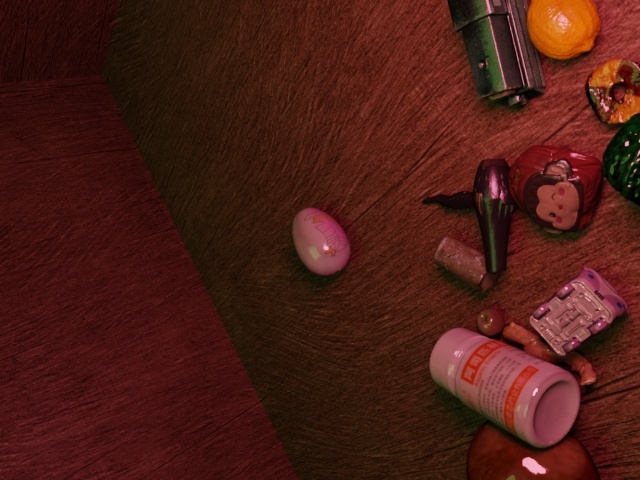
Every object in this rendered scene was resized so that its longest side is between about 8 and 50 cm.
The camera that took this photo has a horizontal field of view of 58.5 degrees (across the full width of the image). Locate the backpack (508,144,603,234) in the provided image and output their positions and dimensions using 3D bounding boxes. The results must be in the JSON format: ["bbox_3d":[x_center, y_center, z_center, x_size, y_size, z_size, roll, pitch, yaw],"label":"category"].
[{"bbox_3d":[0.559,-0.134,1.379,0.229,0.139,0.229,37,149,27],"label":"backpack"}]

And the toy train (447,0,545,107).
[{"bbox_3d":[0.416,-0.476,1.369,0.138,0.178,0.331,-10,96,52],"label":"toy train"}]

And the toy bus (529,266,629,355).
[{"bbox_3d":[0.635,0.169,1.400,0.142,0.142,0.203,53,140,21],"label":"toy bus"}]

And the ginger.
[{"bbox_3d":[0.614,0.307,1.548,0.288,0.075,0.089,31,125,44],"label":"ginger"}]

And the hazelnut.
[{"bbox_3d":[0.571,0.657,1.567,0.365,0.365,0.366,24,123,44],"label":"hazelnut"}]

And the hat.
[{"bbox_3d":[0.727,-0.193,1.076,0.274,0.242,0.332,38,120,19],"label":"hat"}]

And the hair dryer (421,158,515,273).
[{"bbox_3d":[0.408,-0.075,1.623,0.359,0.120,0.304,10,106,61],"label":"hair dryer"}]

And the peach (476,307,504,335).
[{"bbox_3d":[0.495,0.237,1.657,0.083,0.083,0.083,24,123,44],"label":"peach"}]

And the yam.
[{"bbox_3d":[0.416,0.063,1.659,0.194,0.107,0.107,35,130,39],"label":"yam"}]

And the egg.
[{"bbox_3d":[0.000,0.000,2.083,0.196,0.196,0.271,-43,58,50],"label":"egg"}]

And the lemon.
[{"bbox_3d":[0.529,-0.483,1.256,0.187,0.142,0.142,63,142,21],"label":"lemon"}]

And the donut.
[{"bbox_3d":[0.649,-0.324,1.239,0.140,0.059,0.141,24,122,45],"label":"donut"}]

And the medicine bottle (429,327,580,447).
[{"bbox_3d":[0.489,0.385,1.561,0.371,0.210,0.211,21,122,58],"label":"medicine bottle"}]
